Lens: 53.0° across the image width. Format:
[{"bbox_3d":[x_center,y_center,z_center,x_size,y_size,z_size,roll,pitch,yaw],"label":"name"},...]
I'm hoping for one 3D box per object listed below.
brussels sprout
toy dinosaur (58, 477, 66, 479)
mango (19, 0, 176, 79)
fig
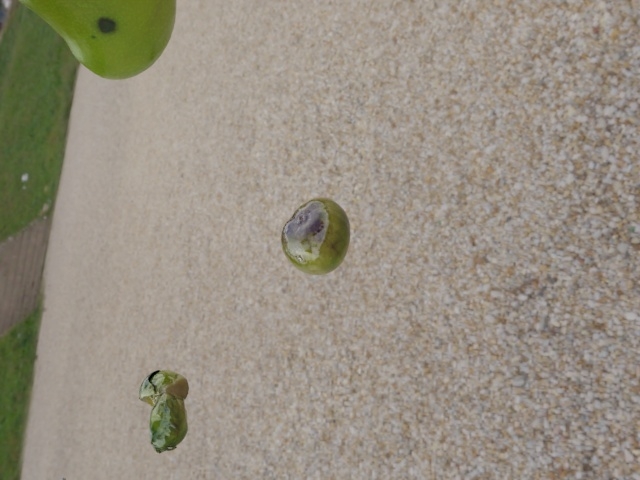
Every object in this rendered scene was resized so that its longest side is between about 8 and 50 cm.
[{"bbox_3d":[-0.143,0.156,0.604,0.083,0.046,0.051,51,126,51],"label":"brussels sprout"},{"bbox_3d":[-0.311,0.230,0.455,0.242,0.167,0.053,-31,46,-4],"label":"toy dinosaur"},{"bbox_3d":[-0.245,-0.290,0.660,0.293,0.175,0.143,70,178,-54],"label":"mango"},{"bbox_3d":[-0.008,-0.005,1.173,0.153,0.121,0.136,127,154,-51],"label":"fig"}]
